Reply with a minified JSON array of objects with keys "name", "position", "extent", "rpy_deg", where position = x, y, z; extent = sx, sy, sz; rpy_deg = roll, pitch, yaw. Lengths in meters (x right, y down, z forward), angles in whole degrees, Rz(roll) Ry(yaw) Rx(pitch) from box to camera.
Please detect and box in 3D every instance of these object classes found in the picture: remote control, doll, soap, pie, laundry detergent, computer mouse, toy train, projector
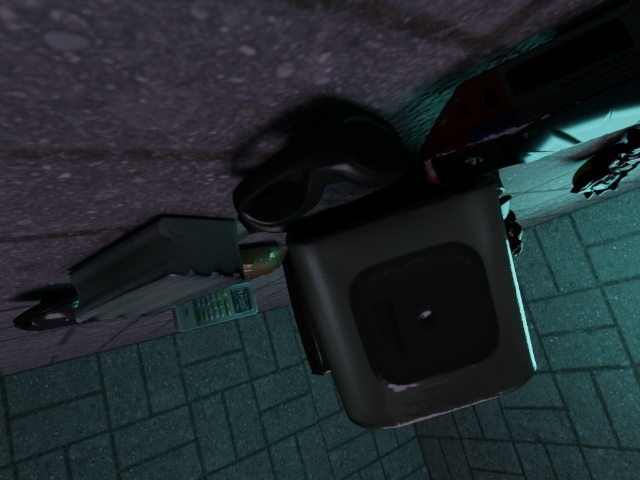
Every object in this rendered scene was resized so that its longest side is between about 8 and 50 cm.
[{"name":"remote control","position":[-0.300,0.188,1.215],"extent":[0.250,0.103,0.034],"rpy_deg":[-6,168,-42]},{"name":"doll","position":[0.617,-0.162,0.888],"extent":[0.127,0.088,0.248],"rpy_deg":[3,162,8]},{"name":"soap","position":[-0.245,0.048,0.629],"extent":[0.262,0.094,0.150],"rpy_deg":[-22,163,31]},{"name":"pie","position":[-0.184,0.058,0.857],"extent":[0.218,0.052,0.185],"rpy_deg":[-16,171,9]},{"name":"laundry detergent","position":[-0.028,-0.056,0.452],"extent":[0.222,0.078,0.144],"rpy_deg":[-23,170,39]},{"name":"computer mouse","position":[-0.437,0.121,0.787],"extent":[0.120,0.057,0.232],"rpy_deg":[-20,171,21]},{"name":"toy train","position":[0.278,-0.158,0.353],"extent":[0.410,0.089,0.086],"rpy_deg":[-20,159,24]},{"name":"projector","position":[0.110,0.057,0.574],"extent":[0.248,0.249,0.248],"rpy_deg":[-18,-167,2]}]

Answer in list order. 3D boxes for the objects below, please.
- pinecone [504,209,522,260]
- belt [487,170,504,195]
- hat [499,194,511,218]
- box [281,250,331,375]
[{"name":"pinecone","position":[0.364,-0.009,0.992],"extent":[0.208,0.207,0.208],"rpy_deg":[-16,169,-3]},{"name":"belt","position":[0.164,-0.055,0.746],"extent":[0.302,0.072,0.087],"rpy_deg":[-23,165,33]},{"name":"hat","position":[0.261,-0.057,0.818],"extent":[0.206,0.089,0.205],"rpy_deg":[-23,-177,1]},{"name":"box","position":[0.052,0.147,1.030],"extent":[0.225,0.296,0.190],"rpy_deg":[-13,166,-15]}]
